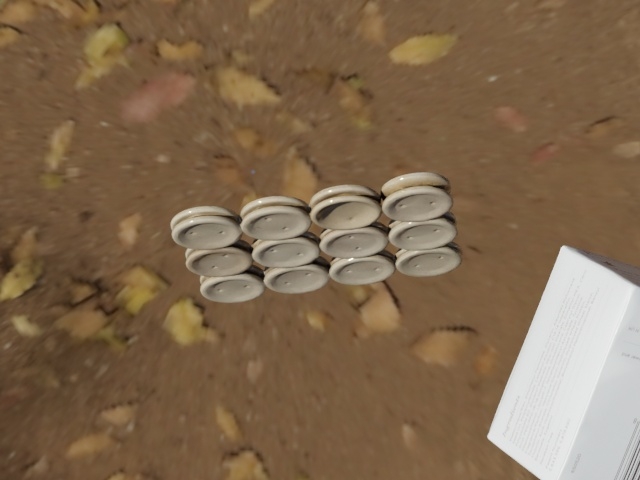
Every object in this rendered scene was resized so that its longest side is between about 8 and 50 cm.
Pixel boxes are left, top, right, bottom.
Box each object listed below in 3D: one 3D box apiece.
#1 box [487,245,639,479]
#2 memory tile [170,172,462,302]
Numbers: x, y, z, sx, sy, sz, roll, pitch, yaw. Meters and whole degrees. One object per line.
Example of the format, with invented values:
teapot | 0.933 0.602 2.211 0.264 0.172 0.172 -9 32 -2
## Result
box | 0.266 0.122 1.427 0.181 0.119 0.182 16 98 -27
memory tile | 0.000 0.000 0.910 0.148 0.113 0.012 -7 65 7
